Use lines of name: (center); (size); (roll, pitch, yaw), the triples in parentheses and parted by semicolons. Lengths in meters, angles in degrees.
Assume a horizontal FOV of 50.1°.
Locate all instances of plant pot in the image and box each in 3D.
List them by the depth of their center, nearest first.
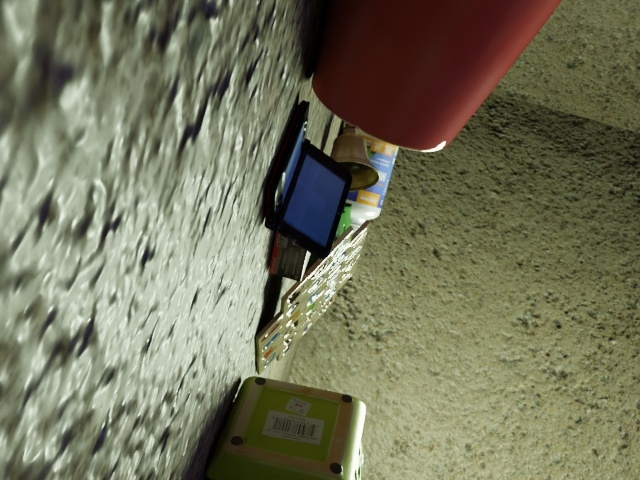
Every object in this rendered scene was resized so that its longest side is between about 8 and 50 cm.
plant pot: (0.122, -0.258, 0.817); (0.275, 0.275, 0.243); (-69, -177, -60)
plant pot: (-0.049, 0.342, 1.011); (0.227, 0.228, 0.207); (-68, 168, -59)

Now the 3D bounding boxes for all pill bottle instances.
pill bottle: (0.094, -0.143, 1.746); (0.152, 0.152, 0.271); (-47, 152, -84)

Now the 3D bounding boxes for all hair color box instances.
hair color box: (-0.026, -0.032, 1.022); (0.167, 0.053, 0.093); (-73, 179, -47)

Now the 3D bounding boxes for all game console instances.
game console: (-0.007, -0.073, 0.825); (0.124, 0.085, 0.144); (102, 4, -58)

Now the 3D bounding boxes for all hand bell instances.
hand bell: (0.060, -0.236, 1.404); (0.126, 0.126, 0.242); (99, -6, -67)

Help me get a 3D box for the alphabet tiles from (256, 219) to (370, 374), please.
alphabet tiles: (-0.017, 0.107, 1.230); (0.285, 0.011, 0.342); (-45, 166, -22)

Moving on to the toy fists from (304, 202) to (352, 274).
toy fists: (0.000, 0.000, 1.343); (0.279, 0.096, 0.142); (-48, 146, -80)
